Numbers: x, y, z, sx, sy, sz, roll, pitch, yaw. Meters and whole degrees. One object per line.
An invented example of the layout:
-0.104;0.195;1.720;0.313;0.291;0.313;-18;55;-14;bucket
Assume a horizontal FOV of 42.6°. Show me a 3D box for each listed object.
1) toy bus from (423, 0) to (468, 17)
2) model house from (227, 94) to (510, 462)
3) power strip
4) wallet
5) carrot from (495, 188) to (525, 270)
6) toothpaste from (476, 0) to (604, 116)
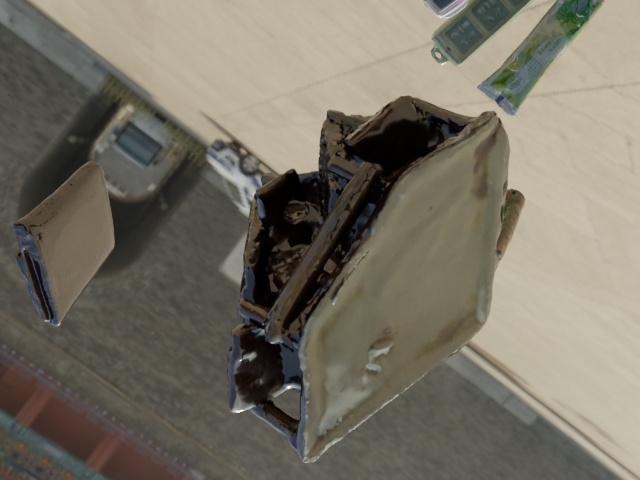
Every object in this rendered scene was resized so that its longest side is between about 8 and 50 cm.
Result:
0.150;-0.315;1.017;0.075;0.060;0.123;54;-163;-9;toy bus
0.000;0.000;0.868;0.282;0.297;0.317;33;133;49;model house
0.302;-0.406;1.412;0.078;0.272;0.052;47;-171;-8;power strip
-0.388;-0.002;1.274;0.049;0.182;0.229;3;-149;13;wallet
0.291;0.006;1.438;0.070;0.260;0.070;22;143;18;carrot
0.348;-0.305;1.249;0.078;0.248;0.047;37;-161;-7;toothpaste
